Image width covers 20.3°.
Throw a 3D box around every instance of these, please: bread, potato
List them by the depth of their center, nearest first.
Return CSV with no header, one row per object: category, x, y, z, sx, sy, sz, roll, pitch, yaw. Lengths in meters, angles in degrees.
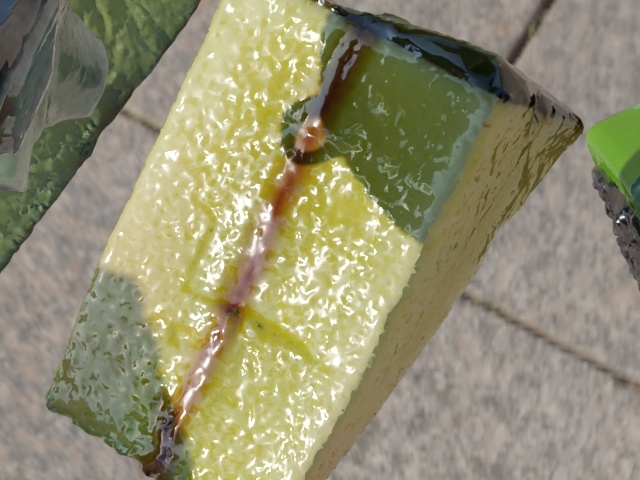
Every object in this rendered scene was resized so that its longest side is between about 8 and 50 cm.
bread,-0.002,0.003,0.936,0.168,0.163,0.264,30,98,21
potato,-0.290,-0.162,1.524,0.213,0.280,0.330,40,78,-21

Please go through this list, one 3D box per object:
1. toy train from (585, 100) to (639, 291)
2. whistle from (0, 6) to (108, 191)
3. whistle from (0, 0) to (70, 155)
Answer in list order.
toy train,0.376,-0.009,1.464,0.249,0.307,0.173,-28,24,2
whistle,-0.312,-0.134,0.975,0.405,0.188,0.168,10,87,-10
whistle,-0.163,-0.116,0.593,0.189,0.348,0.189,5,71,-14
